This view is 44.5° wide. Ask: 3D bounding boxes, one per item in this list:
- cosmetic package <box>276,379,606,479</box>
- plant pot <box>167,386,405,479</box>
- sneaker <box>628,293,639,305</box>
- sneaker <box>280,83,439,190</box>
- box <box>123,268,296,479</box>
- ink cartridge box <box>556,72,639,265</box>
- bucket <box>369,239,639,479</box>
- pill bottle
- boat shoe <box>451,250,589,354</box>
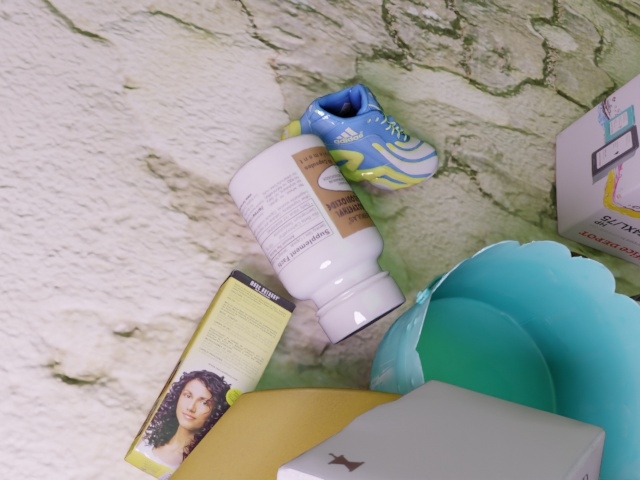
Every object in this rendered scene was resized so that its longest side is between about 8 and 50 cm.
[{"bbox_3d":[0.079,0.362,0.588,0.230,0.162,0.452,-11,108,-56],"label":"cosmetic package"},{"bbox_3d":[-0.024,0.259,0.724,0.212,0.187,0.212,-48,136,-36],"label":"plant pot"},{"bbox_3d":[0.406,0.176,1.085,0.229,0.086,0.132,-30,86,-25],"label":"sneaker"},{"bbox_3d":[0.073,-0.136,1.035,0.240,0.126,0.091,1,56,-27],"label":"sneaker"},{"bbox_3d":[-0.114,0.148,0.842,0.087,0.058,0.232,31,55,-10],"label":"box"},{"bbox_3d":[0.515,-0.113,1.164,0.198,0.270,0.197,18,60,-18],"label":"ink cartridge box"},{"bbox_3d":[0.193,0.150,0.815,0.281,0.183,0.281,5,72,-16],"label":"bucket"},{"bbox_3d":[0.000,0.000,0.930,0.131,0.131,0.229,-25,78,-34],"label":"pill bottle"},{"bbox_3d":[0.250,0.104,1.032,0.302,0.109,0.098,-30,119,-34],"label":"boat shoe"}]
